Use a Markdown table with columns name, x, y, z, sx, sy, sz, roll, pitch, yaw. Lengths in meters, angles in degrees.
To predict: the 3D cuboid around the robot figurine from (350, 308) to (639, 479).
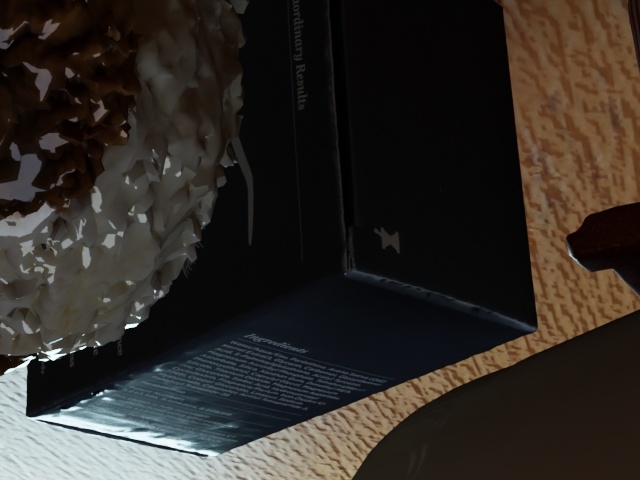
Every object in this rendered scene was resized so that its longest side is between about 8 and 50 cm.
| name | x | y | z | sx | sy | sz | roll | pitch | yaw |
| --- | --- | --- | --- | --- | --- | --- | --- | --- | --- |
| robot figurine | 0.132 | 0.106 | 0.465 | 0.300 | 0.200 | 0.353 | -37 | -175 | -42 |

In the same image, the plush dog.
| name | x | y | z | sx | sy | sz | roll | pitch | yaw |
| --- | --- | --- | --- | --- | --- | --- | --- | --- | --- |
| plush dog | -0.079 | -0.074 | 0.501 | 0.210 | 0.225 | 0.262 | 0 | 156 | -6 |

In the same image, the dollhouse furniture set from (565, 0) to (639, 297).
| name | x | y | z | sx | sy | sz | roll | pitch | yaw |
| --- | --- | --- | --- | --- | --- | --- | --- | --- | --- |
| dollhouse furniture set | 0.204 | -0.043 | 0.640 | 0.152 | 0.201 | 0.374 | -13 | 156 | 21 |

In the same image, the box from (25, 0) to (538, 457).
| name | x | y | z | sx | sy | sz | roll | pitch | yaw |
| --- | --- | --- | --- | --- | --- | --- | --- | --- | --- |
| box | -0.024 | -0.011 | 0.743 | 0.108 | 0.153 | 0.207 | 18 | 150 | -40 |
